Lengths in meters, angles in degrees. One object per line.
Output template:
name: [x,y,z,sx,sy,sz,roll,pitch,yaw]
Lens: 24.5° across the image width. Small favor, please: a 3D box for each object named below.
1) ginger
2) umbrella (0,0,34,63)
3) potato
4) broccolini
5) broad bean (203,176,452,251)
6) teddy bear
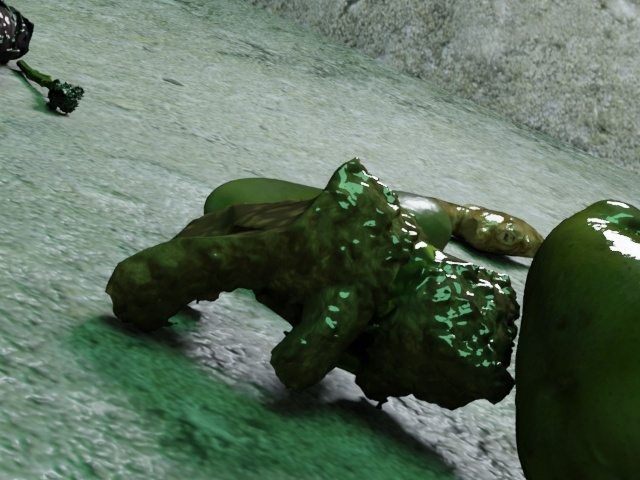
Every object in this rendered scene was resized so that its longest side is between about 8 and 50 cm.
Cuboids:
ginger: [0.197,-0.021,1.945,0.214,0.059,0.133,11,12,-39]
umbrella: [-0.431,-0.275,1.936,0.094,0.090,0.326,-11,8,-5]
potato: [0.242,0.104,1.129,0.351,0.202,0.218,-98,162,-45]
broccolini: [-0.360,-0.212,1.943,0.044,0.042,0.218,13,14,-29]
broad bean: [0.000,0.000,1.525,0.263,0.121,0.189,10,14,23]
teddy bear: [0.004,0.057,1.243,0.296,0.222,0.246,-21,8,21]
